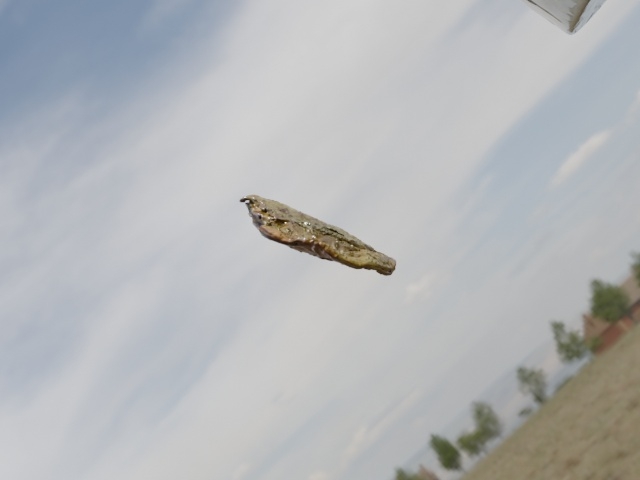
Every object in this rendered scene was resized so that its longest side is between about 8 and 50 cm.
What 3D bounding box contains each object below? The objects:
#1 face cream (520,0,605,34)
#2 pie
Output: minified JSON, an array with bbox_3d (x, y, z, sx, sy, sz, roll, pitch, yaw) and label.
[{"bbox_3d":[0.083,-0.213,0.400,0.218,0.179,0.218,-51,-6,-8],"label":"face cream"},{"bbox_3d":[0.000,0.000,1.078,0.092,0.170,0.034,-99,34,-75],"label":"pie"}]
